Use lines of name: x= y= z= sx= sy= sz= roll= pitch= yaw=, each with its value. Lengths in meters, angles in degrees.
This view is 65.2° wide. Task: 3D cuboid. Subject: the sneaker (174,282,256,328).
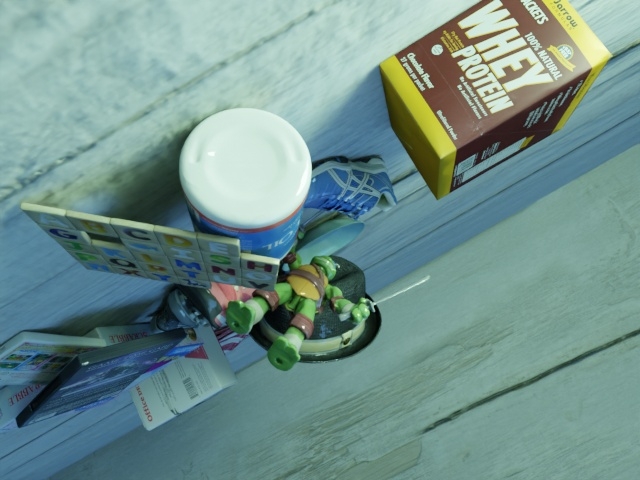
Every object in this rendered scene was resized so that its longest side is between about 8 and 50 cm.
sneaker: x=-0.159 y=0.073 z=0.896 sx=0.136 sy=0.116 sz=0.314 roll=-45 pitch=170 yaw=-6

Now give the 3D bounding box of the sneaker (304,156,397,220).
sneaker: x=0.041 y=-0.074 z=0.753 sx=0.211 sy=0.081 sz=0.080 roll=-16 pitch=163 yaw=-39

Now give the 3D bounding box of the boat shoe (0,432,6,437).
boat shoe: x=-0.675 y=0.385 z=0.959 sx=0.096 sy=0.088 sz=0.267 roll=-25 pitch=166 yaw=-17

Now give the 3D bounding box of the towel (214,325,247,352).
towel: x=-0.330 y=0.334 z=1.589 sx=0.237 sy=0.037 sz=0.329 roll=-16 pitch=162 yaw=-41

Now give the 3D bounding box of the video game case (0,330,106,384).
video game case: x=-0.453 y=0.191 z=0.799 sx=0.143 sy=0.019 sz=0.157 roll=-32 pitch=155 yaw=12

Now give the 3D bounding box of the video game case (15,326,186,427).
video game case: x=-0.387 y=0.242 z=0.886 sx=0.274 sy=0.026 sz=0.196 roll=-40 pitch=161 yaw=32

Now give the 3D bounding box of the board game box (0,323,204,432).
board game box: x=-0.457 y=0.275 z=1.040 sx=0.318 sy=0.066 sz=0.318 roll=-32 pitch=165 yaw=13

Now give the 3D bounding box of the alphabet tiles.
alphabet tiles: x=-0.164 y=0.021 z=0.545 sx=0.237 sy=0.009 sz=0.198 roll=10 pitch=159 yaw=-4

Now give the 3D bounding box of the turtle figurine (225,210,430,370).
turtle figurine: x=-0.011 y=0.064 z=0.832 sx=0.274 sy=0.198 sz=0.266 roll=-11 pitch=-158 yaw=37

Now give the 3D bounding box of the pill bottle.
pill bottle: x=-0.081 y=-0.035 z=0.555 sx=0.124 sy=0.124 sz=0.221 roll=-25 pitch=167 yaw=-15

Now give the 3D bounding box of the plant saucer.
plant saucer: x=0.000 y=0.000 z=1.034 sx=0.195 sy=0.037 sz=0.195 roll=-27 pitch=167 yaw=-7

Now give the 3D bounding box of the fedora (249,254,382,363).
fedora: x=-0.010 y=0.127 z=1.149 sx=0.334 sy=0.334 sz=0.153 roll=-18 pitch=129 yaw=-39

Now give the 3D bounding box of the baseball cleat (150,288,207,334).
baseball cleat: x=-0.275 y=0.147 z=0.945 sx=0.109 sy=0.072 sz=0.206 roll=-20 pitch=162 yaw=-7

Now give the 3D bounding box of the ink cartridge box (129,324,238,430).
ink cartridge box: x=-0.361 y=0.349 z=1.285 sx=0.237 sy=0.172 sz=0.100 roll=-32 pitch=166 yaw=11

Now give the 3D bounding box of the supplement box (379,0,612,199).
supplement box: x=0.194 y=-0.171 z=0.604 sx=0.194 sy=0.129 sz=0.191 roll=-30 pitch=166 yaw=6
